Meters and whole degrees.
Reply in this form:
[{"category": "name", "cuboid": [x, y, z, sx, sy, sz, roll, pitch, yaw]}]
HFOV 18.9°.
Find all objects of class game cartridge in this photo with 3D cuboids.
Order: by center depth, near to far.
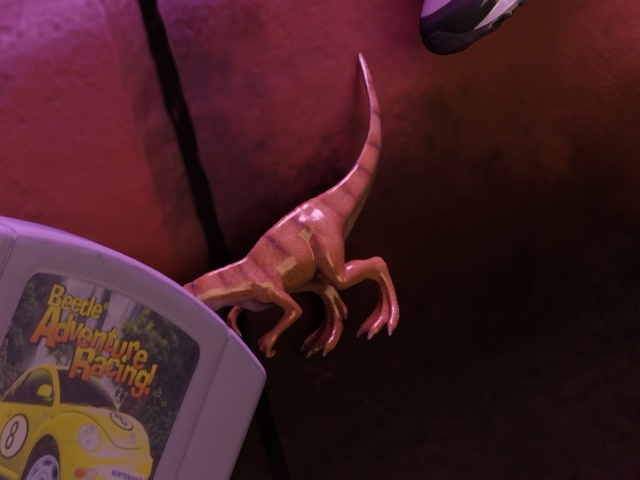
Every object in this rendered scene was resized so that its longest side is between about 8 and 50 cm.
[{"category": "game cartridge", "cuboid": [-0.136, 0.094, 0.897, 0.294, 0.060, 0.196, 28, 76, -55]}]

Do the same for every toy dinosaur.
[{"category": "toy dinosaur", "cuboid": [0.000, 0.000, 1.057, 0.211, 0.064, 0.112, -44, 113, -28]}]

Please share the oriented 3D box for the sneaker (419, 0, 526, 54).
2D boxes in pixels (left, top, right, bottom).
[{"category": "sneaker", "cuboid": [0.095, -0.234, 1.114, 0.108, 0.100, 0.271, 21, 75, -20]}]
